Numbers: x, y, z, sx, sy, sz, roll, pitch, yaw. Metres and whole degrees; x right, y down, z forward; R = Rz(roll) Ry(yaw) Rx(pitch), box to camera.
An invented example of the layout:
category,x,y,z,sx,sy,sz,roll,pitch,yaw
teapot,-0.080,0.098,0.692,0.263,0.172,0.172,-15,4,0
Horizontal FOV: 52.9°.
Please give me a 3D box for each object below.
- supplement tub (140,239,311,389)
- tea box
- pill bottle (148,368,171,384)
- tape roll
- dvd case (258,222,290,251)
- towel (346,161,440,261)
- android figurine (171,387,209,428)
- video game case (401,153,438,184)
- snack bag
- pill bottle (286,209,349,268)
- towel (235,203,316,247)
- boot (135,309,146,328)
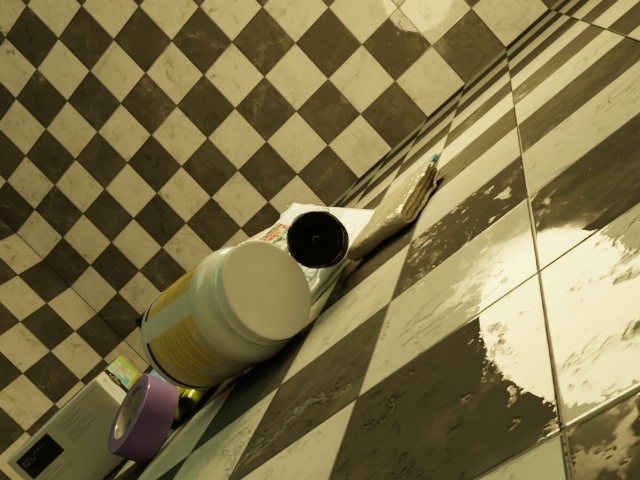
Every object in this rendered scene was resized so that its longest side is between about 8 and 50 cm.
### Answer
category,x,y,z,sx,sy,sz,roll,pitch,yaw
supplement tub,-0.198,0.157,1.330,0.331,0.241,0.241,-33,11,43
tea box,-0.648,0.539,1.847,0.329,0.220,0.323,-43,6,-1
pill bottle,-0.418,0.398,1.759,0.124,0.124,0.221,-41,6,27
tape roll,-0.407,0.408,1.478,0.189,0.080,0.189,-45,28,31
dvd case,-0.103,-0.006,1.666,0.087,0.013,0.119,-44,33,-24
towel,0.171,-0.067,1.451,0.187,0.049,0.282,-41,7,40
android figurine,-0.301,0.340,1.600,0.248,0.056,0.273,-47,9,29
video game case,0.264,-0.175,1.774,0.119,0.015,0.166,-40,6,31
snack bag,-0.049,0.023,1.629,0.342,0.037,0.323,8,47,44
pill bottle,0.000,0.000,1.395,0.123,0.123,0.219,-43,-5,3
towel,-0.195,-0.002,2.118,0.317,0.053,0.332,-31,3,-27
boot,-0.533,0.365,2.121,0.348,0.260,0.131,-43,5,4
